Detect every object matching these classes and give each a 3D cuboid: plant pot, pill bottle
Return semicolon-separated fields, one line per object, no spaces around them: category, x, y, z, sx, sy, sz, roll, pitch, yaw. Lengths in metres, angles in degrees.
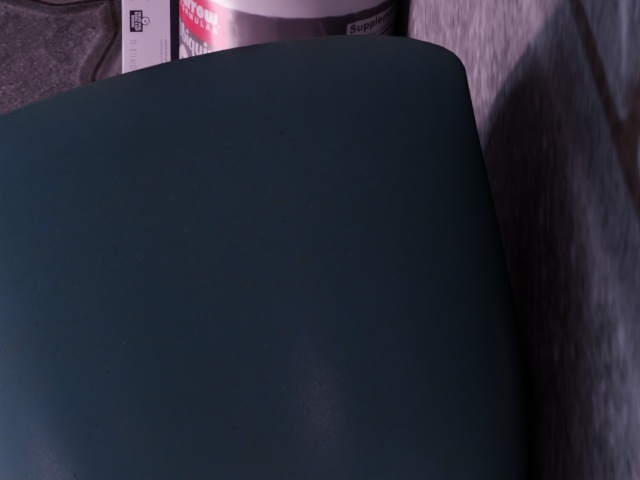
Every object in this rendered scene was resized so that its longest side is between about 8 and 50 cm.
plant pot;-0.039;0.076;0.581;0.293;0.293;0.235;105;149;-78
pill bottle;-0.027;-0.169;1.055;0.176;0.176;0.319;-95;8;-55

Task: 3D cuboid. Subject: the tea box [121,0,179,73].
tea box;-0.158;-0.291;2.129;0.220;0.323;0.329;-159;68;-87
